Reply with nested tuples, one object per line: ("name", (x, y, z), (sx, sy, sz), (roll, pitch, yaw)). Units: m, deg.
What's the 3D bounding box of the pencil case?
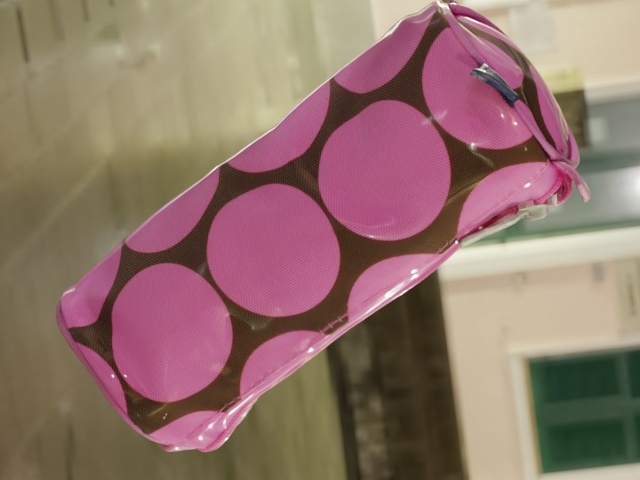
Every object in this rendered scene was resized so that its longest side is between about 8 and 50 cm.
("pencil case", (0.000, 0.000, 0.678), (0.098, 0.209, 0.095), (57, 18, 14))
